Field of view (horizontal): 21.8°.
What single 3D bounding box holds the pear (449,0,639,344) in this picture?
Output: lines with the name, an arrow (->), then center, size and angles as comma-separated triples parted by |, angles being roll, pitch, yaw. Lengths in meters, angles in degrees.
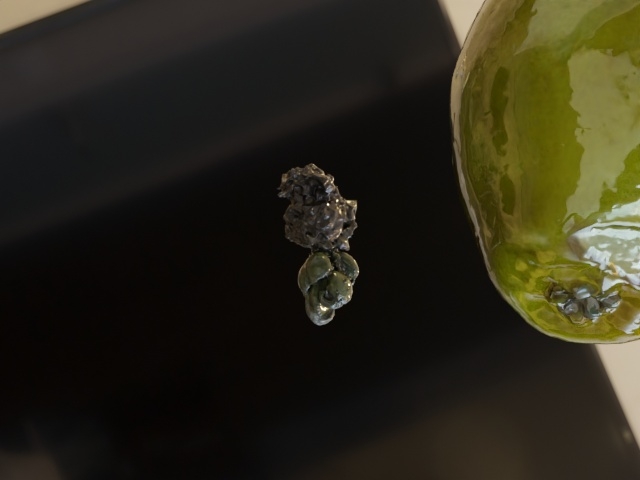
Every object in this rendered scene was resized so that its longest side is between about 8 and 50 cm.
pear -> 0.208, -0.087, 1.034 | 0.269, 0.269, 0.321 | 81, 30, -68

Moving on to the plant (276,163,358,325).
plant -> 0.000, 0.000, 1.746 | 0.085, 0.087, 0.174 | -33, -117, 57
